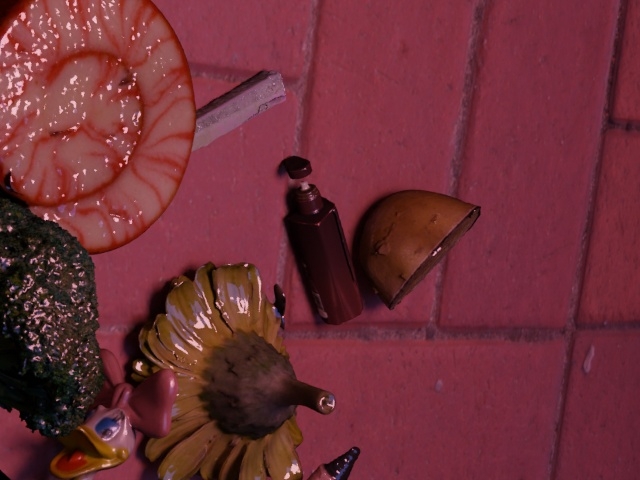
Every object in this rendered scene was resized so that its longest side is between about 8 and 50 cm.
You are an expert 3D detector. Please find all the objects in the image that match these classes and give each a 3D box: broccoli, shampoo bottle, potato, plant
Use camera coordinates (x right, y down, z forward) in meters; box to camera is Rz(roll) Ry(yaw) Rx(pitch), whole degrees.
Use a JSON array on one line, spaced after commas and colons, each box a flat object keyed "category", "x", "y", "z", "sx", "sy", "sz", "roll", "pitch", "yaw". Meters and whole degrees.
[{"category": "broccoli", "x": -0.361, "y": 0.099, "z": 1.831, "sx": 0.297, "sy": 0.297, "sz": 0.298, "roll": -39, "pitch": 125, "yaw": -20}, {"category": "shampoo bottle", "x": 0.000, "y": -0.001, "z": 2.332, "sx": 0.067, "sy": 0.068, "sz": 0.236, "roll": -38, "pitch": 126, "yaw": -34}, {"category": "potato", "x": 0.124, "y": -0.011, "z": 2.420, "sx": 0.202, "sy": 0.117, "sz": 0.182, "roll": -44, "pitch": 169, "yaw": -32}, {"category": "plant", "x": -0.083, "y": 0.159, "z": 2.200, "sx": 0.306, "sy": 0.297, "sz": 0.261, "roll": 38, "pitch": 40, "yaw": -28}]

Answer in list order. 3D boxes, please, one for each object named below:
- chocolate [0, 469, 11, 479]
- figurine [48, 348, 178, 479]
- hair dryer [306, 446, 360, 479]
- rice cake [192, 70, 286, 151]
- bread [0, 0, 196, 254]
[{"category": "chocolate", "x": -0.398, "y": 0.394, "z": 1.877, "sx": 0.284, "sy": 0.283, "sz": 0.186, "roll": -54, "pitch": 147, "yaw": -22}, {"category": "figurine", "x": -0.287, "y": 0.343, "z": 2.057, "sx": 0.193, "sy": 0.154, "sz": 0.421, "roll": 6, "pitch": 97, "yaw": -51}, {"category": "hair dryer", "x": -0.047, "y": 0.401, "z": 2.263, "sx": 0.344, "sy": 0.107, "sz": 0.189, "roll": -50, "pitch": 137, "yaw": 12}, {"category": "rice cake", "x": -0.126, "y": -0.154, "z": 2.187, "sx": 0.211, "sy": 0.034, "sz": 0.043, "roll": -34, "pitch": 119, "yaw": -35}, {"category": "bread", "x": -0.284, "y": -0.151, "z": 1.969, "sx": 0.295, "sy": 0.114, "sz": 0.328, "roll": -47, "pitch": 127, "yaw": -27}]
